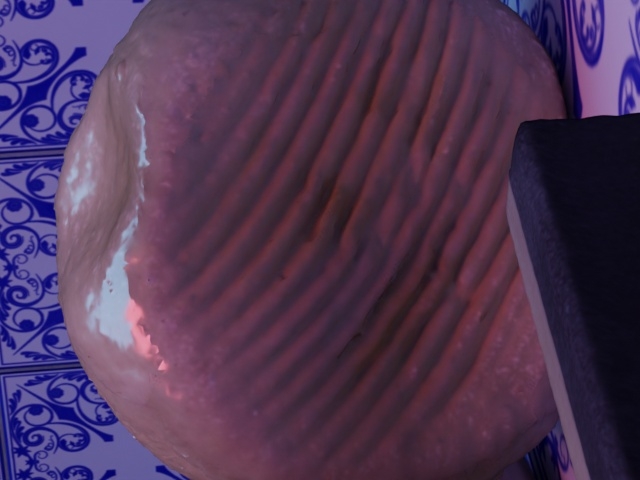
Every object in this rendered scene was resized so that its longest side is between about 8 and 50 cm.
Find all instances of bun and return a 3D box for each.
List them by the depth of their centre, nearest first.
[{"bbox_3d":[0.000,0.000,1.197,0.349,0.352,0.227,-58,12,-14],"label":"bun"}]

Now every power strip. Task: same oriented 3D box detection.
[{"bbox_3d":[0.150,0.043,0.803,0.070,0.105,0.257,93,171,-46],"label":"power strip"}]

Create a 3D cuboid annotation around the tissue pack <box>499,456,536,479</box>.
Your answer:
[{"bbox_3d":[0.075,0.309,1.227,0.356,0.193,0.266,-107,16,-62],"label":"tissue pack"}]
